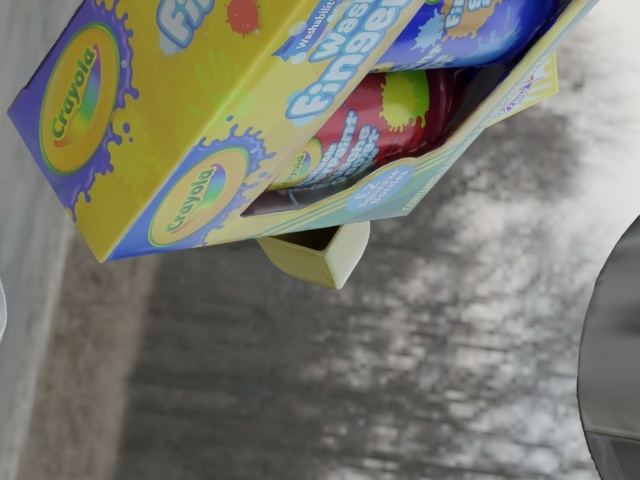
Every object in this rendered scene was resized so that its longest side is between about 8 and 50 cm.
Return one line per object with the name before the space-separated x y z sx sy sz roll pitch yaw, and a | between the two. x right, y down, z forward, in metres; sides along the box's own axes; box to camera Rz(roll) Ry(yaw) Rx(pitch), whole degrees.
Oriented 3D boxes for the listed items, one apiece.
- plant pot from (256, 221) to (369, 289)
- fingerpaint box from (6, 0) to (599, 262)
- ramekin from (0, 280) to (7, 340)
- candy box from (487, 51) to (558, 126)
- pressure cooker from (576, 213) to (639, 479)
plant pot | 0.000 0.000 1.698 0.081 0.081 0.083 -57 146 -28
fingerpaint box | 0.038 -0.193 1.352 0.371 0.163 0.445 -8 147 -49
ramekin | -0.351 0.037 1.498 0.207 0.109 0.207 56 14 -22
candy box | 0.174 -0.165 2.049 0.027 0.206 0.105 57 -11 35
pressure cooker | 0.394 0.101 1.235 0.420 0.370 0.375 151 -38 -83
